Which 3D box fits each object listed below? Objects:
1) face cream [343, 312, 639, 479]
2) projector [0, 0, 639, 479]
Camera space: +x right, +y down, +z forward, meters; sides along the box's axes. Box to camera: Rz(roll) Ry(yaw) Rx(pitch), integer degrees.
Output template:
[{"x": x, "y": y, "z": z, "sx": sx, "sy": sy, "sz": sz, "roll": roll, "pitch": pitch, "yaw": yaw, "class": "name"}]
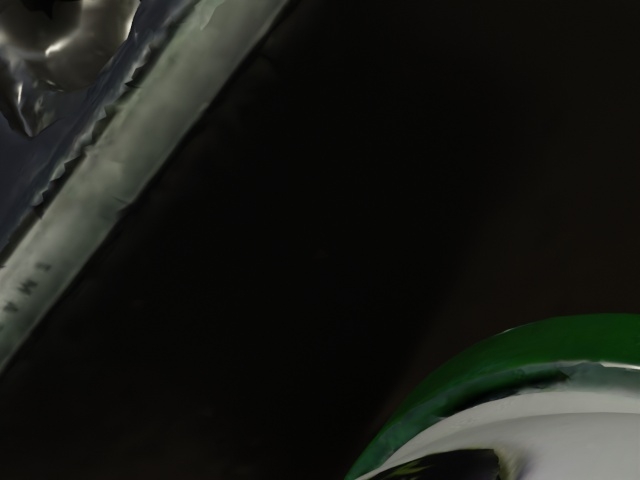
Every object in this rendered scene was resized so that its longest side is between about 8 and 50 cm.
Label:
[{"x": 0.050, "y": 0.174, "z": 0.528, "sx": 0.312, "sy": 0.219, "sz": 0.357, "roll": -26, "pitch": 6, "yaw": 26, "class": "face cream"}, {"x": 0.000, "y": 0.000, "z": 0.802, "sx": 0.405, "sy": 0.242, "sz": 0.395, "roll": 23, "pitch": -68, "yaw": -40, "class": "projector"}]
